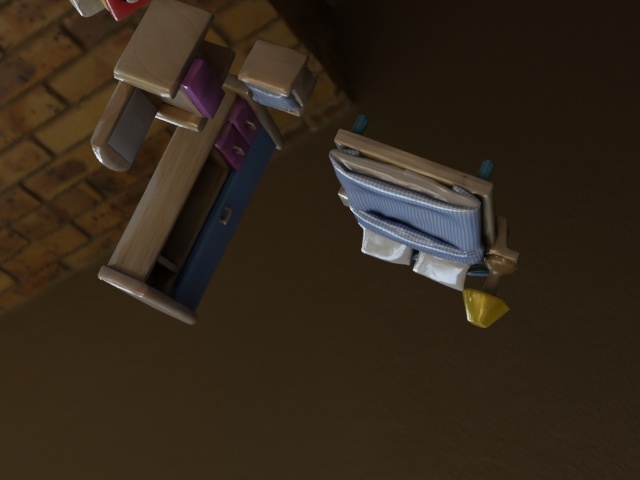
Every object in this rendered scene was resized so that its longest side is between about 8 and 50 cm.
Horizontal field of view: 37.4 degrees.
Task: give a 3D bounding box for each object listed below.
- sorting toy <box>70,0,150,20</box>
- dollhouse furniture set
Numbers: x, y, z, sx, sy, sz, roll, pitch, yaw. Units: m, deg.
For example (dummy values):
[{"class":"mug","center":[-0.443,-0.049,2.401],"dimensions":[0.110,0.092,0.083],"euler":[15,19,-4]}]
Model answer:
[{"class":"sorting toy","center":[-0.118,-0.315,0.774],"dimensions":[0.255,0.257,0.089],"euler":[-35,-114,-10]},{"class":"dollhouse furniture set","center":[0.000,0.000,0.750],"dimensions":[0.303,0.286,0.198],"euler":[22,-100,15]}]
